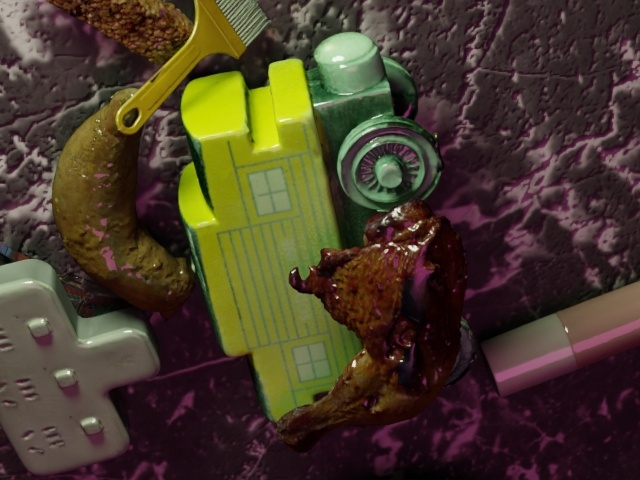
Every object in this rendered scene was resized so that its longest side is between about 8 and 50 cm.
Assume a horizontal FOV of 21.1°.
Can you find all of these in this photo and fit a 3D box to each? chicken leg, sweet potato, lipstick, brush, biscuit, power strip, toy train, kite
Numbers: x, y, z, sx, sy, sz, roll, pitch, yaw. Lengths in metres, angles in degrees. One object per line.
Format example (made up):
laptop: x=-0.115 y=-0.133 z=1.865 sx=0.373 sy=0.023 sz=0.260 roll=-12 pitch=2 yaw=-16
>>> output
chicken leg: x=0.050 y=0.097 z=1.710 sx=0.177 sy=0.083 sz=0.322 roll=10 pitch=123 yaw=7
sweet potato: x=-0.208 y=-0.023 z=1.757 sx=0.124 sy=0.098 sz=0.310 roll=-12 pitch=127 yaw=0
lipstick: x=0.311 y=0.103 z=1.966 sx=0.254 sy=0.070 sz=0.070 roll=-21 pitch=122 yaw=-1
brush: x=-0.131 y=-0.176 z=1.669 sx=0.205 sy=0.011 sz=0.083 roll=-50 pitch=124 yaw=-24
biscuit: x=-0.209 y=-0.232 z=1.646 sx=0.064 sy=0.034 sz=0.199 roll=-32 pitch=135 yaw=30
power strip: x=-0.268 y=0.130 z=1.829 sx=0.194 sy=0.059 sz=0.265 roll=-16 pitch=127 yaw=6
toy train: x=0.000 y=0.000 z=1.782 sx=0.272 sy=0.179 sz=0.442 roll=-12 pitch=123 yaw=1
kite: x=-0.321 y=0.063 z=1.831 sx=0.285 sy=0.015 sz=0.152 roll=35 pitch=104 yaw=-30
